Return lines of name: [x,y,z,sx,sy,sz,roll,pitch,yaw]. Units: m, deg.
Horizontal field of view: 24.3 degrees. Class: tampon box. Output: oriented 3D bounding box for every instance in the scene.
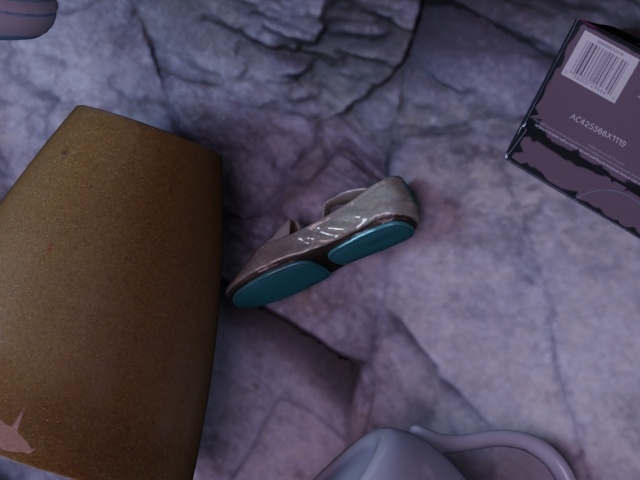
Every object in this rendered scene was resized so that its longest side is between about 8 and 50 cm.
tampon box: [0.211,-0.074,0.986,0.120,0.161,0.101,31,106,14]

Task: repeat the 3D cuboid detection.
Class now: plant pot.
plant pot: [-0.169,0.036,1.131,0.237,0.237,0.254,19,88,18]

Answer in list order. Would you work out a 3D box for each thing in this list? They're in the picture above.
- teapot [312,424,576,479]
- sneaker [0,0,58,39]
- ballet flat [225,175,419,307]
teapot: [0.048,0.268,1.063,0.187,0.252,0.256,41,121,-2]
sneaker: [-0.275,-0.269,0.918,0.319,0.127,0.208,30,112,13]
ballet flat: [0.000,0.000,1.144,0.168,0.057,0.052,-23,60,18]
